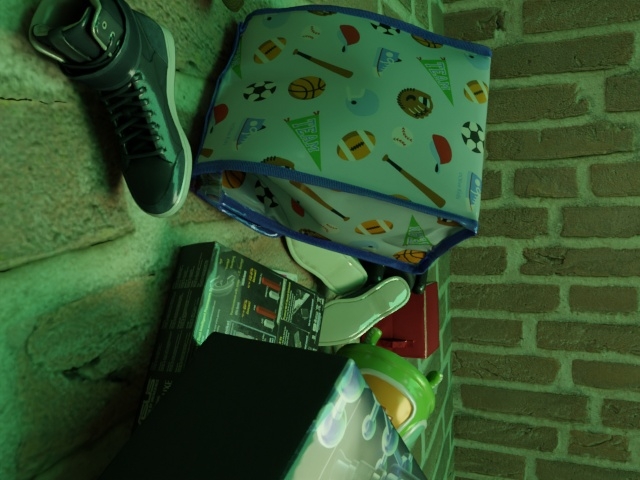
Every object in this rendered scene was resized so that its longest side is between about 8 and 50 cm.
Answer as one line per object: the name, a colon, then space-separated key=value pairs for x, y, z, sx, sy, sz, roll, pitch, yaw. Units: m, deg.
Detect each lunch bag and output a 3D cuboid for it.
lunch bag: x=0.028 y=-0.161 z=0.789 sx=0.239 sy=0.386 sz=0.327 roll=121 pitch=-19 yaw=-62

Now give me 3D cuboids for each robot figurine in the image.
robot figurine: x=0.166 y=0.038 z=1.318 sx=0.278 sy=0.174 sz=0.209 roll=-67 pitch=145 yaw=-45

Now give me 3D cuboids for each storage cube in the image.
storage cube: x=0.224 y=0.213 z=1.462 sx=0.215 sy=0.184 sz=0.193 roll=-1 pitch=89 yaw=-67

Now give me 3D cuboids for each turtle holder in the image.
turtle holder: x=0.088 y=0.355 z=1.124 sx=0.243 sy=0.320 sz=0.227 roll=45 pitch=58 yaw=-14

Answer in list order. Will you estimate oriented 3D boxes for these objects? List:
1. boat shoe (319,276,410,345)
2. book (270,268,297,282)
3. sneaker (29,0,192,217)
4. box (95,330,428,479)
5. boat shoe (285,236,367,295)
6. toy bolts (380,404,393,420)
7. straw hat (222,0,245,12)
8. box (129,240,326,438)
boat shoe: x=0.071 y=0.150 z=1.110 sx=0.095 sy=0.255 sz=0.079 roll=59 pitch=-21 yaw=4
book: x=-0.079 y=0.101 z=0.923 sx=0.144 sy=0.035 sz=0.096 roll=24 pitch=65 yaw=-66
sneaker: x=-0.204 y=-0.137 z=0.522 sx=0.163 sy=0.086 sz=0.226 roll=6 pitch=74 yaw=-78
box: x=-0.036 y=0.341 z=0.550 sx=0.293 sy=0.212 sz=0.395 roll=-54 pitch=128 yaw=-34
boat shoe: x=0.000 y=0.000 z=1.063 sx=0.319 sy=0.116 sz=0.099 roll=54 pitch=5 yaw=-48
toy bolts: x=-0.009 y=0.317 z=0.902 sx=0.158 sy=0.229 sz=0.218 roll=-63 pitch=173 yaw=-7
straw hat: x=-0.152 y=-0.378 z=0.693 sx=0.061 sy=0.144 sz=0.144 roll=-18 pitch=111 yaw=-26
box: x=-0.111 y=0.187 z=0.707 sx=0.242 sy=0.077 sz=0.307 roll=32 pitch=60 yaw=-45
